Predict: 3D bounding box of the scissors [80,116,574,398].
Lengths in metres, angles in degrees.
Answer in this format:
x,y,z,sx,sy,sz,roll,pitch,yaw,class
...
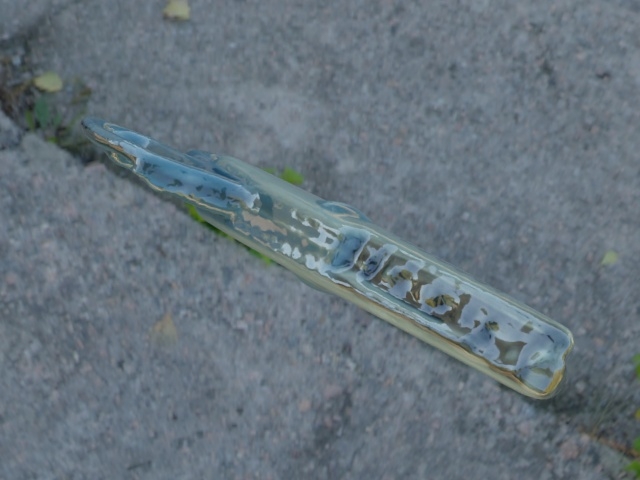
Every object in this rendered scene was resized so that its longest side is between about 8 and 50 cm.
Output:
x,y,z,sx,sy,sz,roll,pitch,yaw,class
0.000,0.000,0.542,0.289,0.138,0.041,30,96,43,scissors
